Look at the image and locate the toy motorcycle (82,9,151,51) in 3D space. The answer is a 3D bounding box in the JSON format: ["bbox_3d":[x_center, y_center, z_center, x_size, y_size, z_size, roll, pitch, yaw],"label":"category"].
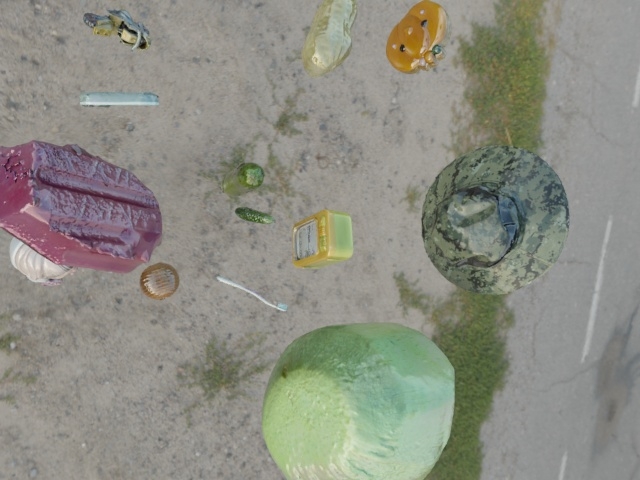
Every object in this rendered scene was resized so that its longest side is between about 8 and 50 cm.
[{"bbox_3d":[-0.672,-0.711,1.457,0.229,0.094,0.130,-21,72,-52],"label":"toy motorcycle"}]

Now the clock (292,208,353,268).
[{"bbox_3d":[0.000,0.000,1.234,0.096,0.202,0.143,4,75,-33],"label":"clock"}]

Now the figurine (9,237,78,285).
[{"bbox_3d":[-0.957,0.041,1.531,0.211,0.361,0.253,32,74,-14],"label":"figurine"}]

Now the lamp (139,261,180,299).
[{"bbox_3d":[-0.560,0.143,1.497,0.136,0.136,0.136,-8,105,-32],"label":"lamp"}]

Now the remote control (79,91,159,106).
[{"bbox_3d":[-0.667,-0.468,1.428,0.247,0.104,0.052,-3,107,-9],"label":"remote control"}]

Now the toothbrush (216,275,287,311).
[{"bbox_3d":[-0.178,0.136,1.104,0.204,0.017,0.022,22,98,9],"label":"toothbrush"}]

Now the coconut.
[{"bbox_3d":[0.071,0.272,0.717,0.328,0.281,0.328,-25,144,-20],"label":"coconut"}]

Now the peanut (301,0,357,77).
[{"bbox_3d":[0.035,-0.662,1.371,0.152,0.152,0.313,27,70,-35],"label":"peanut"}]

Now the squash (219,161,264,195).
[{"bbox_3d":[-0.236,-0.174,1.266,0.087,0.331,0.087,1,87,-26],"label":"squash"}]

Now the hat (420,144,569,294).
[{"bbox_3d":[0.251,-0.022,0.691,0.128,0.265,0.266,-15,110,-51],"label":"hat"}]

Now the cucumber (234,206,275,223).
[{"bbox_3d":[-0.307,-0.115,2.024,0.069,0.227,0.069,-40,137,-51],"label":"cucumber"}]

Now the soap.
[{"bbox_3d":[-0.463,-0.057,0.869,0.325,0.127,0.220,20,60,-64],"label":"soap"}]

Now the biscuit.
[{"bbox_3d":[0.229,-0.476,1.019,0.050,0.170,0.170,3,99,-45],"label":"biscuit"}]
